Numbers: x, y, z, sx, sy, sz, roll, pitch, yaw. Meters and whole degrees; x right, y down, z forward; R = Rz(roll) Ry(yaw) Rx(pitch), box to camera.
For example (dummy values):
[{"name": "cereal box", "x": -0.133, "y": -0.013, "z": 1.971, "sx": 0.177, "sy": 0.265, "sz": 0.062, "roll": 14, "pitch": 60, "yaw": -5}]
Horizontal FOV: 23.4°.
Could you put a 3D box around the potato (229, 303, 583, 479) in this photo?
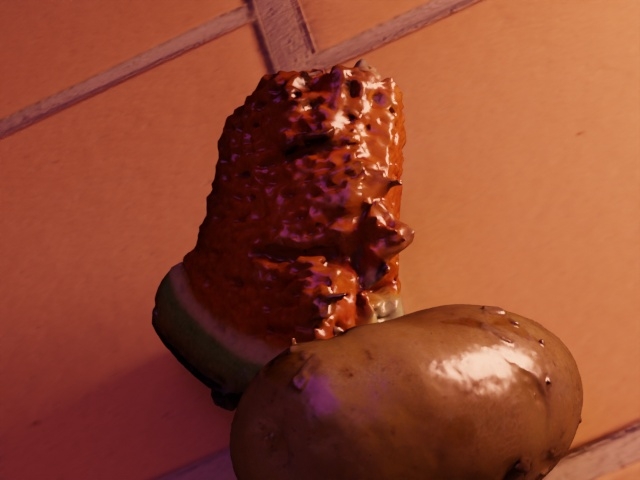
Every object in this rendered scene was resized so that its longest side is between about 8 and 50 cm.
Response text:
[{"name": "potato", "x": 0.066, "y": 0.121, "z": 1.063, "sx": 0.262, "sy": 0.165, "sz": 0.165, "roll": -17, "pitch": 38, "yaw": -22}]

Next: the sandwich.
[{"name": "sandwich", "x": 0.000, "y": 0.000, "z": 1.245, "sx": 0.250, "sy": 0.162, "sz": 0.301, "roll": 17, "pitch": 89, "yaw": 53}]
